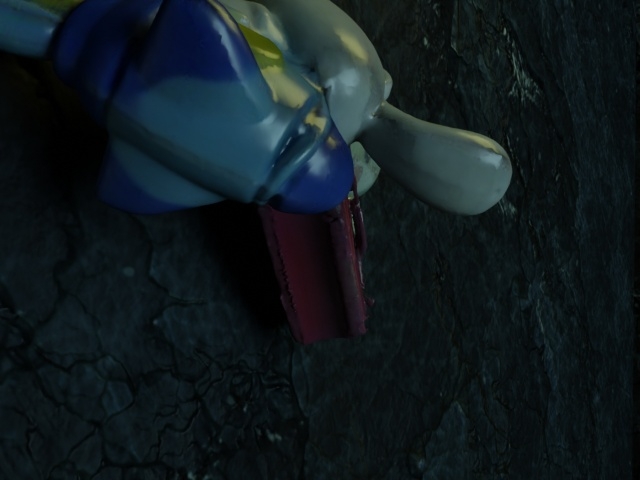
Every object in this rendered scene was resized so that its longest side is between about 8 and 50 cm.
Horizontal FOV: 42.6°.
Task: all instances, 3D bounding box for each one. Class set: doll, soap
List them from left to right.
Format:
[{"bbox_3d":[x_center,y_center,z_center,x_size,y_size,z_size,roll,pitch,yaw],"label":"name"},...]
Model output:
[{"bbox_3d":[-0.072,-0.124,0.693,0.365,0.376,0.187,-13,117,-45],"label":"doll"},{"bbox_3d":[0.000,0.000,0.880,0.162,0.099,0.250,-94,174,-51],"label":"soap"}]

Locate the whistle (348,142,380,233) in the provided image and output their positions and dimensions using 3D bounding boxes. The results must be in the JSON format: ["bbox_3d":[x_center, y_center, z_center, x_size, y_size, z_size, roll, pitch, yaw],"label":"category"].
[{"bbox_3d":[0.019,-0.063,1.009,0.126,0.067,0.258,3,88,-43],"label":"whistle"}]
